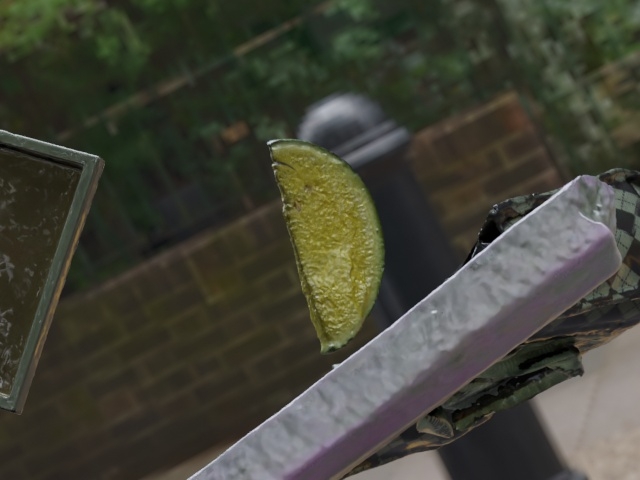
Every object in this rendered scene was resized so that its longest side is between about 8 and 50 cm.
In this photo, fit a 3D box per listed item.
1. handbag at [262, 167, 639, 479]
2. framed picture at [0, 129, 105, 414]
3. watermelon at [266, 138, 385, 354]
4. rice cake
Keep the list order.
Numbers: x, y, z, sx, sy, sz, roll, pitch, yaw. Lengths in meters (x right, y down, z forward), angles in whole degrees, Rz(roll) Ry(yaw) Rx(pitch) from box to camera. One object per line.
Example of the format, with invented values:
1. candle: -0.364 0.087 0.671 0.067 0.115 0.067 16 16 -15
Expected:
1. handbag: 0.151 0.108 2.063 0.416 0.180 0.316 -39 -14 37
2. framed picture: -0.284 -0.001 1.356 0.250 0.184 0.016 14 -7 20
3. watermelon: -0.003 0.001 1.668 0.092 0.181 0.075 -18 0 -36
4. rice cake: 0.050 0.086 1.245 0.365 0.056 0.073 -37 -23 -1
